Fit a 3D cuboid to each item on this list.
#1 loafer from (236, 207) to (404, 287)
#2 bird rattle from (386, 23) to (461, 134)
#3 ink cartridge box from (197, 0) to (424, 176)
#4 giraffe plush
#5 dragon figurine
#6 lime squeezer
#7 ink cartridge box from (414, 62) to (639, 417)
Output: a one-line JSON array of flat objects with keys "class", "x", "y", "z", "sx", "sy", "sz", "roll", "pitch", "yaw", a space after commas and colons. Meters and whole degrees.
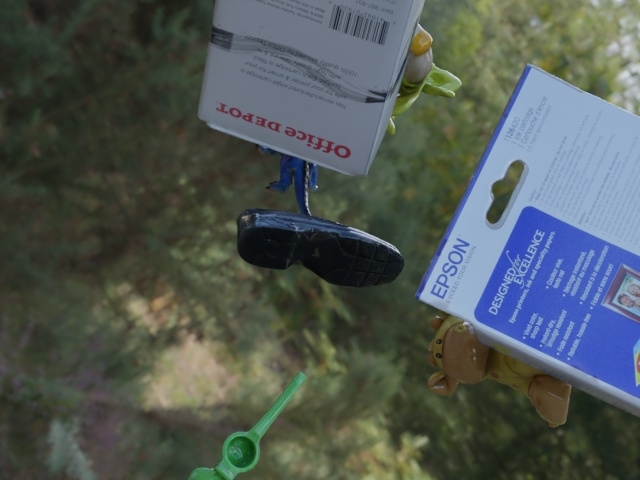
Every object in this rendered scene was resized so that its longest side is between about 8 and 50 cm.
[{"class": "loafer", "x": 0.000, "y": 0.000, "z": 1.374, "sx": 0.170, "sy": 0.062, "sz": 0.061, "roll": 15, "pitch": 28, "yaw": -19}, {"class": "bird rattle", "x": 0.094, "y": -0.294, "z": 2.021, "sx": 0.253, "sy": 0.143, "sz": 0.207, "roll": 56, "pitch": -14, "yaw": 15}, {"class": "ink cartridge box", "x": -0.003, "y": -0.256, "z": 1.660, "sx": 0.129, "sy": 0.223, "sz": 0.307, "roll": -64, "pitch": 172, "yaw": -48}, {"class": "giraffe plush", "x": 0.212, "y": 0.126, "z": 1.678, "sx": 0.210, "sy": 0.171, "sz": 0.181, "roll": 75, "pitch": 24, "yaw": -72}, {"class": "dragon figurine", "x": -0.026, "y": -0.143, "z": 2.059, "sx": 0.144, "sy": 0.085, "sz": 0.289, "roll": 114, "pitch": -29, "yaw": -43}, {"class": "lime squeezer", "x": -0.128, "y": 0.315, "z": 2.014, "sx": 0.059, "sy": 0.310, "sz": 0.110, "roll": 46, "pitch": 11, "yaw": 6}, {"class": "ink cartridge box", "x": 0.299, "y": 0.005, "z": 1.539, "sx": 0.307, "sy": 0.303, "sz": 0.072, "roll": 26, "pitch": -14, "yaw": 7}]
